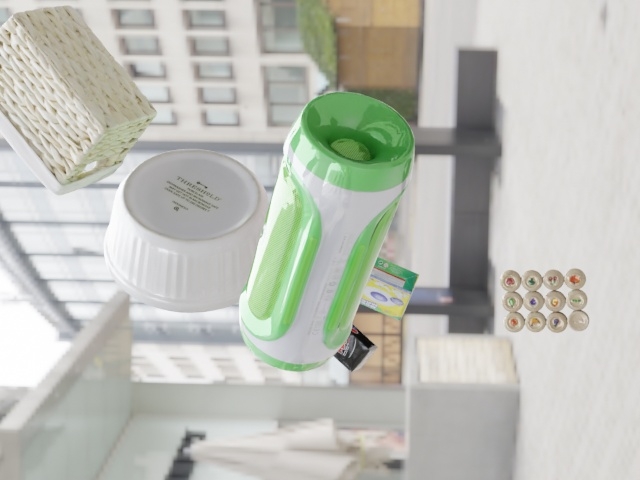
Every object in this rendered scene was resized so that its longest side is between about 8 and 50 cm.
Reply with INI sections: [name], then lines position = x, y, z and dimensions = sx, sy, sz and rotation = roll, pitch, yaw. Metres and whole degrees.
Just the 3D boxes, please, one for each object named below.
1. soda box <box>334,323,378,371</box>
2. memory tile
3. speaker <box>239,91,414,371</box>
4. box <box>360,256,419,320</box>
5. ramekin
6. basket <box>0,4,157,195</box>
[soda box]
position = 0.015, 0.149, 2.022
dimensions = 0.053, 0.169, 0.060
rotation = -52, -15, 12
[memory tile]
position = 0.385, 0.105, 2.026
dimensions = 0.012, 0.148, 0.113
rotation = -37, -57, -70
[speaker]
position = 0.000, 0.000, 1.171
dimensions = 0.131, 0.131, 0.296
rotation = -86, 11, -45
[box]
position = 0.113, 0.088, 2.132
dimensions = 0.179, 0.105, 0.043
rotation = 97, -163, -69
[ramekin]
position = -0.199, -0.027, 1.819
dimensions = 0.273, 0.273, 0.127
rotation = -86, 2, -45
[basket]
position = -0.263, -0.148, 1.204
dimensions = 0.167, 0.103, 0.113
rotation = 51, -151, 3
